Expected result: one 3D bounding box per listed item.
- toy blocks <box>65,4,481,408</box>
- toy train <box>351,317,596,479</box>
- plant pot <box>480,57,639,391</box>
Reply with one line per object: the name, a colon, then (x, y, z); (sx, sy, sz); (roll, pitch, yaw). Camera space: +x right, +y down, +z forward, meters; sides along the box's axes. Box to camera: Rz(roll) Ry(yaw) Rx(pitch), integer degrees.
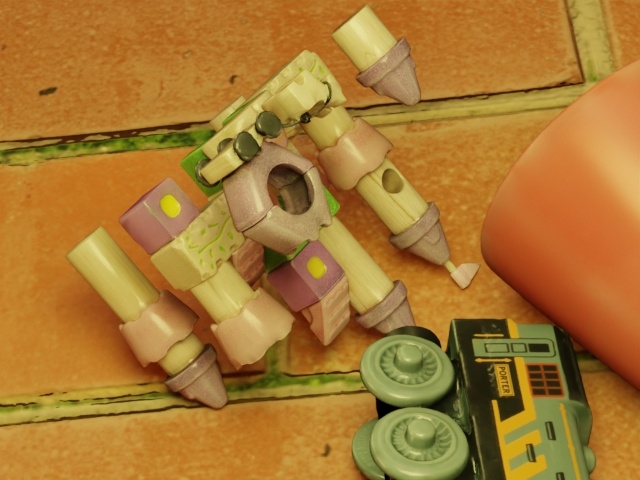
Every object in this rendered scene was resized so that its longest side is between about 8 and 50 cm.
toy blocks: (0.000, 0.000, 1.552); (0.260, 0.309, 0.288); (50, 51, -8)
toy train: (0.129, 0.192, 1.425); (0.190, 0.142, 0.334); (-1, 40, -5)
plant pot: (0.312, 0.013, 1.507); (0.275, 0.275, 0.243); (-29, 60, -18)
